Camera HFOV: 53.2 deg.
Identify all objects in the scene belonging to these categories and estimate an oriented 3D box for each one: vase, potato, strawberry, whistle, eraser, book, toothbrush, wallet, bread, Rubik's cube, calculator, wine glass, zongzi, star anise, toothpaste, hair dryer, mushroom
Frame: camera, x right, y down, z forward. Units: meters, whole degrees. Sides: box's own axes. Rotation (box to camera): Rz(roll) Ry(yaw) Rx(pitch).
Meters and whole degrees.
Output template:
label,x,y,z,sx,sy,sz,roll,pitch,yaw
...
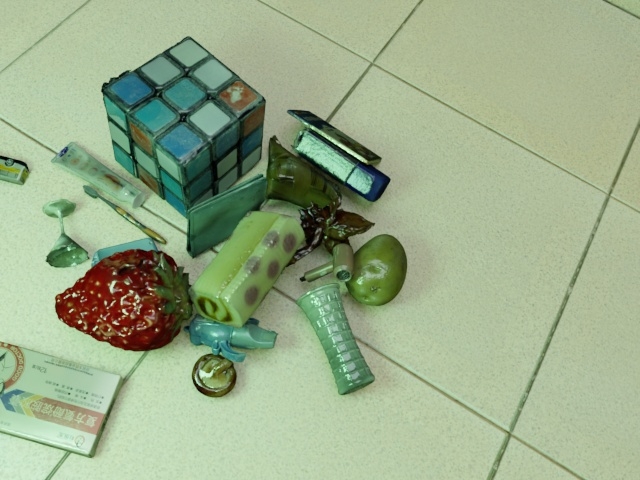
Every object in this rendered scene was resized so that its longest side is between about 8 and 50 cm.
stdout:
label,x,y,z,sx,sy,sz,roll,pitch,yaw
vase,0.048,0.285,1.835,0.143,0.143,0.299,-18,69,-18
potato,0.177,0.082,1.953,0.174,0.159,0.251,41,51,-16
strawberry,-0.538,0.174,1.725,0.345,0.295,0.317,-14,25,9
whistle,-0.255,0.265,1.799,0.269,0.093,0.180,10,28,5
eraser,0.066,-0.254,2.105,0.332,0.155,0.101,34,105,10
book,0.053,-0.351,2.150,0.322,0.228,0.018,34,107,8
toothbrush,-0.605,-0.079,1.969,0.321,0.031,0.023,33,63,8
wallet,-0.281,-0.070,1.877,0.251,0.290,0.054,-32,78,-22
bread,-0.203,0.075,1.794,0.187,0.155,0.338,13,52,31
Rubik's cube,-0.408,-0.334,1.957,0.359,0.363,0.362,37,61,13
calculator,-0.571,0.062,1.896,0.210,0.039,0.121,-16,67,-18
wine glass,-0.753,-0.023,1.872,0.122,0.122,0.183,-11,60,-15
zongzi,-0.056,-0.219,2.112,0.260,0.123,0.289,19,37,-15
star anise,-0.006,-0.005,1.961,0.346,0.237,0.148,-29,41,-1
toothpaste,-0.695,-0.204,2.005,0.323,0.066,0.100,32,66,12
hair dryer,0.017,0.090,1.888,0.181,0.064,0.117,-26,33,20
mushroom,-0.294,0.370,1.754,0.127,0.087,0.127,6,57,-9

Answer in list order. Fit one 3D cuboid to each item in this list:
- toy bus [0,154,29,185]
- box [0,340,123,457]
label,x,y,z,sx,sy,sz,roll,pitch,yaw
toy bus,-0.991,-0.223,1.964,0.172,0.057,0.072,13,70,-3
box,-0.727,0.413,1.672,0.353,0.069,0.214,16,61,0
